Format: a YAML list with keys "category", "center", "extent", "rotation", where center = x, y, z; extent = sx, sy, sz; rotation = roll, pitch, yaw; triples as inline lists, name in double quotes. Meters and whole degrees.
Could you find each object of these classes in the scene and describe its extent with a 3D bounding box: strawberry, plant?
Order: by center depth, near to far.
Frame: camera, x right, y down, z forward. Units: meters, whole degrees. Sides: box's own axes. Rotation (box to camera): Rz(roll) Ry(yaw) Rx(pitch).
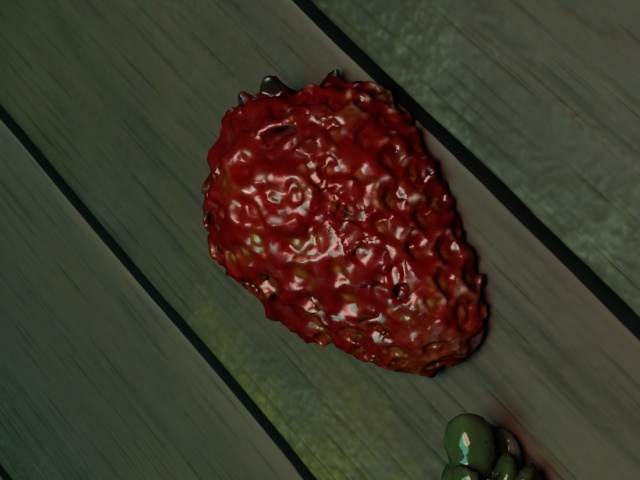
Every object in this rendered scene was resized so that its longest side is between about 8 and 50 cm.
- category: "plant"
  center: [0.114, 0.195, 1.053]
  extent: [0.087, 0.085, 0.174]
  rotation: [-8, 86, 20]
- category: "strawberry"
  center: [0.000, 0.000, 1.099]
  extent: [0.236, 0.111, 0.190]
  rotation: [47, 124, 27]
